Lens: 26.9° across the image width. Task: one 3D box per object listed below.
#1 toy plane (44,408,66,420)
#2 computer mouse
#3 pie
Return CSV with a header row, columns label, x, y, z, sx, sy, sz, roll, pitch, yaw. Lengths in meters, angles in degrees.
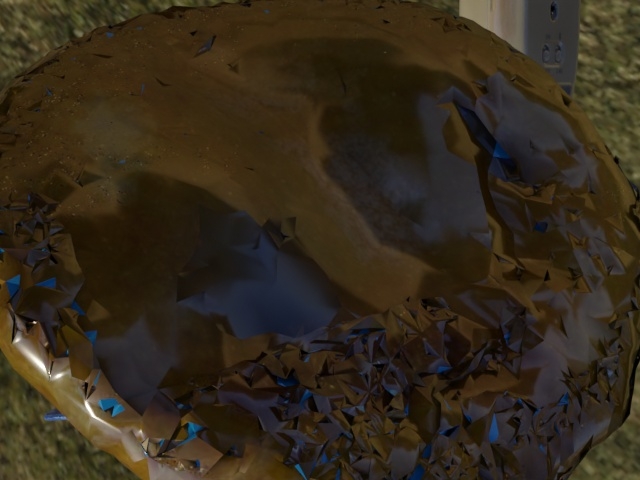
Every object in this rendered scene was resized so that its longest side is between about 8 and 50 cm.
label,x,y,z,sx,sy,sz,roll,pitch,yaw
toy plane,-0.109,0.038,0.767,0.054,0.167,0.062,-5,123,27
computer mouse,0.194,-0.224,1.299,0.145,0.082,0.236,-12,103,-50
pie,0.001,0.001,0.496,0.273,0.273,0.069,-4,145,-22
